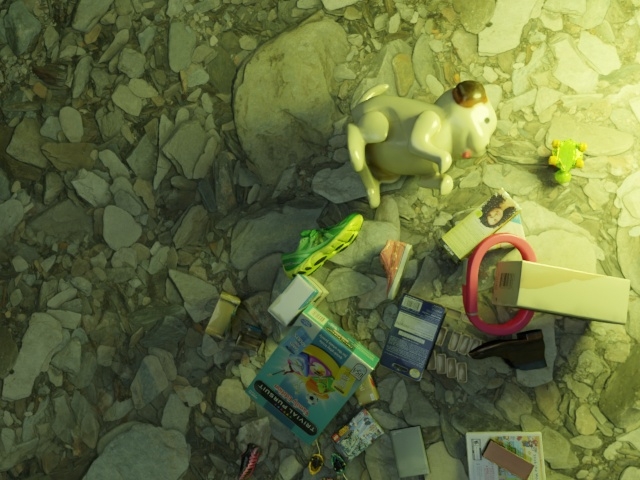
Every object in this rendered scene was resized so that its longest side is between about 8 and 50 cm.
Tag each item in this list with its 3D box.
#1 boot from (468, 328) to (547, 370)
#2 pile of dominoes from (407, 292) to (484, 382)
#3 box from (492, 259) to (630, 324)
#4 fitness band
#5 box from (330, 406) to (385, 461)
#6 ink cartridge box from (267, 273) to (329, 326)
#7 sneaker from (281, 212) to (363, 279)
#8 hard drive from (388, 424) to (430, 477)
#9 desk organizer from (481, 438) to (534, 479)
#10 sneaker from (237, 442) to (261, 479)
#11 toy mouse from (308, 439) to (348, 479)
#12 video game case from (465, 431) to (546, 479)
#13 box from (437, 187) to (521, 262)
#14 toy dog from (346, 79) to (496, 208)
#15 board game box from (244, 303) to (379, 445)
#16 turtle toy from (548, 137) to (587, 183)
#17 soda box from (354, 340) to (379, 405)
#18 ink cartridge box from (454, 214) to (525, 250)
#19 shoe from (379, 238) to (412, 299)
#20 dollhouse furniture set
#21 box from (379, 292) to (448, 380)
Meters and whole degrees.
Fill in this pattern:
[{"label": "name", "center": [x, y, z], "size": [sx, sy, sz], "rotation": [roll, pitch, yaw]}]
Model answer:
[{"label": "boot", "center": [0.526, 0.324, 1.666], "size": [0.219, 0.082, 0.106], "rotation": [-15, 86, -4]}, {"label": "pile of dominoes", "center": [0.346, 0.287, 1.769], "size": [0.251, 0.040, 0.196], "rotation": [18, 88, 24]}, {"label": "box", "center": [0.633, 0.138, 1.588], "size": [0.310, 0.148, 0.121], "rotation": [10, 85, -10]}, {"label": "fitness band", "center": [0.502, 0.122, 1.672], "size": [0.208, 0.054, 0.291], "rotation": [-2, 98, -8]}, {"label": "box", "center": [0.110, 0.575, 1.785], "size": [0.137, 0.027, 0.094], "rotation": [-42, 76, 6]}, {"label": "ink cartridge box", "center": [-0.063, 0.179, 1.799], "size": [0.082, 0.190, 0.140], "rotation": [41, 94, 15]}, {"label": "sneaker", "center": [0.000, 0.000, 1.848], "size": [0.295, 0.109, 0.124], "rotation": [-36, 69, 1]}, {"label": "hard drive", "center": [0.258, 0.612, 1.744], "size": [0.094, 0.022, 0.135], "rotation": [-14, 79, 13]}, {"label": "desk organizer", "center": [0.512, 0.599, 1.640], "size": [0.130, 0.047, 0.050], "rotation": [27, 87, 17]}, {"label": "sneaker", "center": [-0.229, 0.683, 1.858], "size": [0.057, 0.047, 0.119], "rotation": [25, 86, 31]}, {"label": "toy mouse", "center": [0.033, 0.692, 1.788], "size": [0.143, 0.031, 0.161], "rotation": [15, 87, 17]}, {"label": "video game case", "center": [0.516, 0.649, 1.669], "size": [0.206, 0.026, 0.227], "rotation": [-5, 81, 14]}, {"label": "box", "center": [0.448, -0.040, 1.697], "size": [0.232, 0.058, 0.087], "rotation": [-42, 74, 7]}, {"label": "toy dog", "center": [0.305, -0.307, 1.754], "size": [0.407, 0.285, 0.396], "rotation": [-10, 50, 14]}, {"label": "board game box", "center": [-0.030, 0.395, 1.750], "size": [0.253, 0.079, 0.336], "rotation": [38, 111, 8]}, {"label": "turtle toy", "center": [0.701, -0.228, 1.716], "size": [0.095, 0.066, 0.130], "rotation": [12, 86, 18]}, {"label": "soda box", "center": [0.116, 0.395, 1.790], "size": [0.058, 0.061, 0.181], "rotation": [-22, 78, 12]}, {"label": "ink cartridge box", "center": [0.491, -0.022, 1.746], "size": [0.181, 0.061, 0.105], "rotation": [-13, 79, 12]}, {"label": "shoe", "center": [0.211, 0.085, 1.809], "size": [0.081, 0.063, 0.178], "rotation": [17, 82, 18]}, {"label": "dollhouse furniture set", "center": [-0.252, 0.256, 1.891], "size": [0.183, 0.129, 0.129], "rotation": [23, 88, -8]}, {"label": "box", "center": [0.270, 0.282, 1.759], "size": [0.136, 0.036, 0.225], "rotation": [20, 87, 24]}]
